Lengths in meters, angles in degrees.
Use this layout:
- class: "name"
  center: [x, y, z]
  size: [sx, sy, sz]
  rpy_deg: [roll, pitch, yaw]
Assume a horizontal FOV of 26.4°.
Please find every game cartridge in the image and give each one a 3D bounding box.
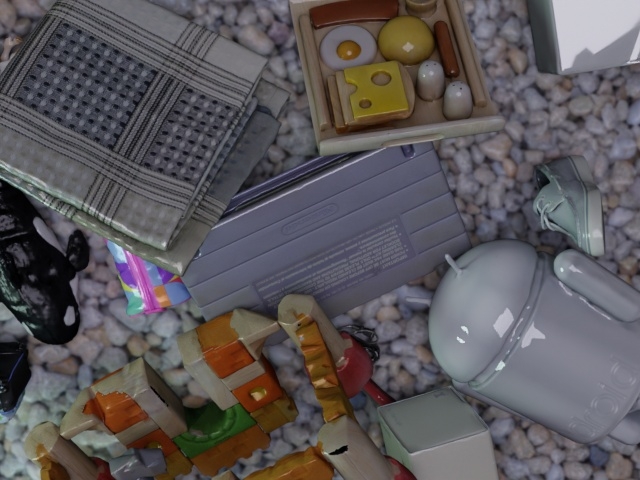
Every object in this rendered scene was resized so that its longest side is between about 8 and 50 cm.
- class: "game cartridge"
  center: [0.000, 0.000, 1.732]
  size: [0.355, 0.068, 0.230]
  rpy_deg: [-25, 134, 1]

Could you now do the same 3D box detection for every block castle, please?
- class: "block castle"
  center: [-0.127, 0.295, 1.689]
  size: [0.453, 0.303, 0.213]
  rpy_deg: [-28, 133, 7]

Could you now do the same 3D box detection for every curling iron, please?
- class: "curling iron"
  center: [0.109, 0.222, 1.834]
  size: [0.068, 0.035, 0.274]
  rpy_deg: [-37, 99, 3]

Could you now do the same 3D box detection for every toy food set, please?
- class: "toy food set"
  center: [0.084, -0.240, 1.656]
  size: [0.219, 0.306, 0.092]
  rpy_deg: [-9, 145, -2]

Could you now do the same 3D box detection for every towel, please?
- class: "towel"
  center: [-0.225, -0.151, 1.650]
  size: [0.324, 0.056, 0.312]
  rpy_deg: [29, 60, -1]

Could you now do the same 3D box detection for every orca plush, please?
- class: "orca plush"
  center: [-0.377, 0.004, 1.738]
  size: [0.151, 0.102, 0.287]
  rpy_deg: [-4, 99, -3]

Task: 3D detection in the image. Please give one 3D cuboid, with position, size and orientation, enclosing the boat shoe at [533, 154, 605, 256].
- class: "boat shoe"
  center: [0.308, -0.040, 1.711]
  size: [0.081, 0.227, 0.079]
  rpy_deg: [-8, 115, 5]

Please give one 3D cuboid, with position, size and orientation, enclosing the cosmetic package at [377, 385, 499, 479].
- class: "cosmetic package"
  center: [0.172, 0.367, 1.774]
  size: [0.113, 0.160, 0.309]
  rpy_deg: [-16, 107, -9]

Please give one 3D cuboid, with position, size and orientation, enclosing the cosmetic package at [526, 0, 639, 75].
- class: "cosmetic package"
  center: [0.354, -0.409, 1.686]
  size: [0.217, 0.156, 0.385]
  rpy_deg: [-9, 101, -1]

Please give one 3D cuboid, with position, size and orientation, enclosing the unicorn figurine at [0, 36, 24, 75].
- class: "unicorn figurine"
  center: [-0.363, -0.187, 1.735]
  size: [0.162, 0.060, 0.111]
  rpy_deg: [29, 111, 7]

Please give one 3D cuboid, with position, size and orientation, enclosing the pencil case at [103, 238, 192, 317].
- class: "pencil case"
  center: [-0.238, -0.019, 1.733]
  size: [0.104, 0.104, 0.236]
  rpy_deg: [-20, 107, 0]

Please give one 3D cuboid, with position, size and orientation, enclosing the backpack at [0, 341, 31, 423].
- class: "backpack"
  center: [-0.441, 0.187, 1.765]
  size: [0.114, 0.105, 0.084]
  rpy_deg: [1, 120, 6]

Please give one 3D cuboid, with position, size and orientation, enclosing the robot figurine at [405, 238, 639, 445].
- class: "robot figurine"
  center: [0.287, 0.126, 1.743]
  size: [0.353, 0.200, 0.300]
  rpy_deg: [27, 131, -7]
